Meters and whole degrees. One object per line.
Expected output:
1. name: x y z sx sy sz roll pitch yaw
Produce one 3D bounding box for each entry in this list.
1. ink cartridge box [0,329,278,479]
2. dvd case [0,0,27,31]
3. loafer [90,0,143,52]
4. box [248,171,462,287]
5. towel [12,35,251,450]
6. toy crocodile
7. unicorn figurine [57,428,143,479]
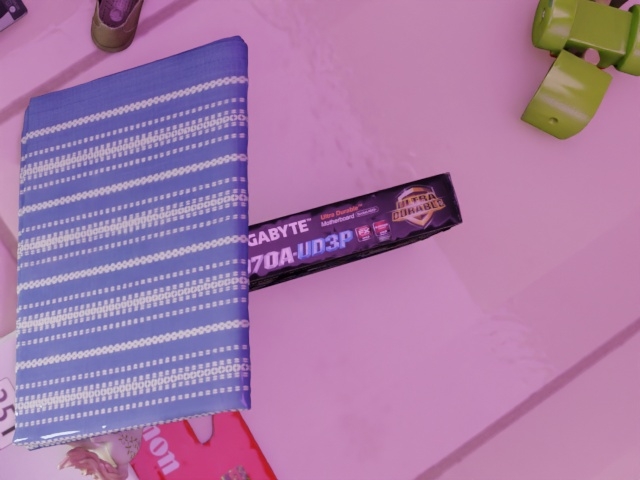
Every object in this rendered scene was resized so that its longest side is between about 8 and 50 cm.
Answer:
1. ink cartridge box: -0.186 0.188 1.619 0.239 0.060 0.275 -30 92 -11
2. dvd case: -0.401 -0.211 1.580 0.239 0.029 0.179 -37 115 -16
3. loafer: -0.177 -0.247 1.656 0.056 0.050 0.148 8 85 -11
4. box: 0.000 0.000 1.609 0.220 0.175 0.051 -16 87 -12
5. towel: -0.158 0.002 1.535 0.243 0.040 0.336 -14 66 29
6. toy crocodile: 0.267 -0.263 1.728 0.115 0.105 0.340 13 79 -10
7. unicorn figurine: -0.169 0.141 1.583 0.111 0.060 0.162 30 77 -22
